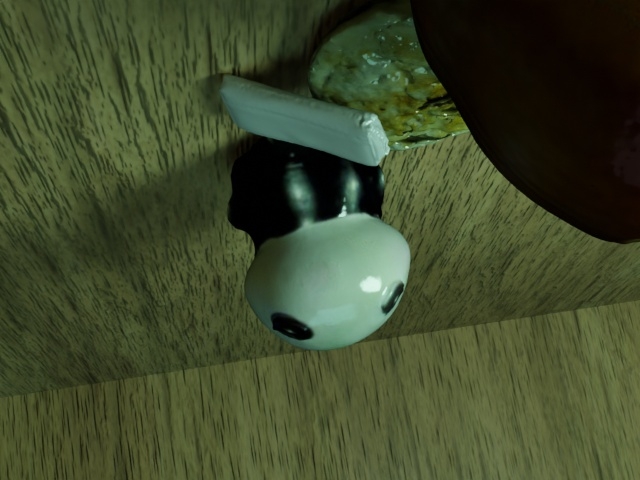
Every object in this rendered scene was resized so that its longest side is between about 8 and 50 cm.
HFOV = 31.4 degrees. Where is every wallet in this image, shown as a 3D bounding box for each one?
[{"bbox_3d":[-0.016,-0.127,1.212,0.189,0.033,0.095,17,164,15],"label":"wallet"}]

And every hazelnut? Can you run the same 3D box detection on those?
[{"bbox_3d":[0.242,-0.160,0.873,0.365,0.366,0.366,-9,163,-3],"label":"hazelnut"}]

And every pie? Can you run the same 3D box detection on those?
[{"bbox_3d":[0.149,-0.182,1.196,0.339,0.077,0.339,-9,162,-3],"label":"pie"}]

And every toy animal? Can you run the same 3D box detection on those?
[{"bbox_3d":[0.000,0.004,1.408,0.212,0.267,0.212,-13,167,-3],"label":"toy animal"}]
